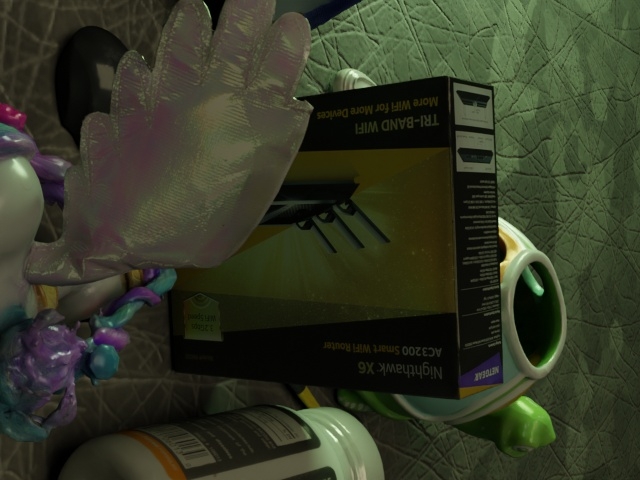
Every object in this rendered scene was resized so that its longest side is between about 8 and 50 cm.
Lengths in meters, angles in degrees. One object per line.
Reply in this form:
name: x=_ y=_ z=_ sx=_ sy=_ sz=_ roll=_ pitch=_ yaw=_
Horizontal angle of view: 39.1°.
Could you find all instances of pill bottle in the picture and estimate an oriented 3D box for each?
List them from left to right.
pill bottle: x=-0.078 y=0.231 z=0.794 sx=0.278 sy=0.162 sz=0.162 roll=1 pitch=88 yaw=-49

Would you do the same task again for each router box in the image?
router box: x=0.000 y=0.000 z=0.780 sx=0.081 sy=0.309 sz=0.243 roll=-4 pitch=92 yaw=-53

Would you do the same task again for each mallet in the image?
mallet: x=-0.022 y=0.171 z=0.963 sx=0.190 sy=0.039 sz=0.062 roll=50 pitch=50 yaw=-31

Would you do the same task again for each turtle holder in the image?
turtle holder: x=0.146 y=0.112 z=1.010 sx=0.243 sy=0.227 sz=0.320 roll=-13 pitch=99 yaw=-49

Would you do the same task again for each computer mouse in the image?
computer mouse: x=-0.174 y=-0.065 z=0.784 sx=0.071 sy=0.041 sz=0.242 roll=-23 pitch=107 yaw=-48

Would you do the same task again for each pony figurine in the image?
pony figurine: x=-0.207 y=-0.017 z=0.551 sx=0.363 sy=0.303 sz=0.351 roll=-32 pitch=146 yaw=-52

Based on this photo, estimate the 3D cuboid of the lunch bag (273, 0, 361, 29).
lunch bag: x=0.009 y=-0.425 z=0.873 sx=0.328 sy=0.239 sz=0.385 roll=64 pitch=30 yaw=-25

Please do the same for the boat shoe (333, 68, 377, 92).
boat shoe: x=0.085 y=-0.140 z=1.071 sx=0.184 sy=0.063 sz=0.066 roll=47 pitch=55 yaw=-38
